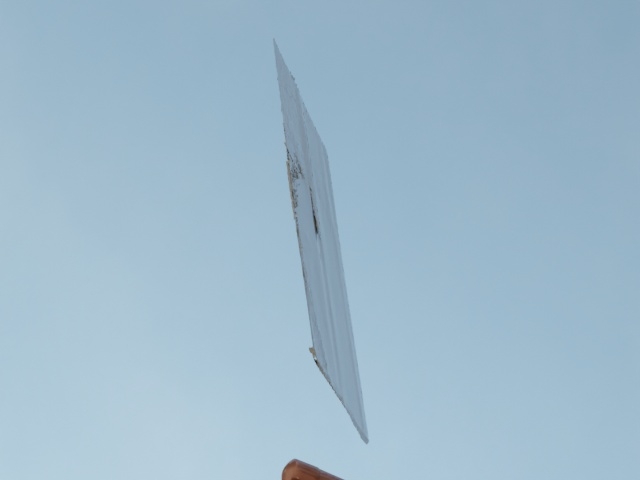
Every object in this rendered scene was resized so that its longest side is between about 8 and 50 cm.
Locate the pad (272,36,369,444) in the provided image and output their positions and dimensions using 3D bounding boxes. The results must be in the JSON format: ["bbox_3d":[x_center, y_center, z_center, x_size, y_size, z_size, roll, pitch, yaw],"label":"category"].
[{"bbox_3d":[0.000,0.000,0.982,0.004,0.156,0.232,-13,-119,9],"label":"pad"}]

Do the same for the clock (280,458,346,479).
[{"bbox_3d":[-0.020,0.300,1.379,0.092,0.162,0.166,27,-68,-10],"label":"clock"}]
